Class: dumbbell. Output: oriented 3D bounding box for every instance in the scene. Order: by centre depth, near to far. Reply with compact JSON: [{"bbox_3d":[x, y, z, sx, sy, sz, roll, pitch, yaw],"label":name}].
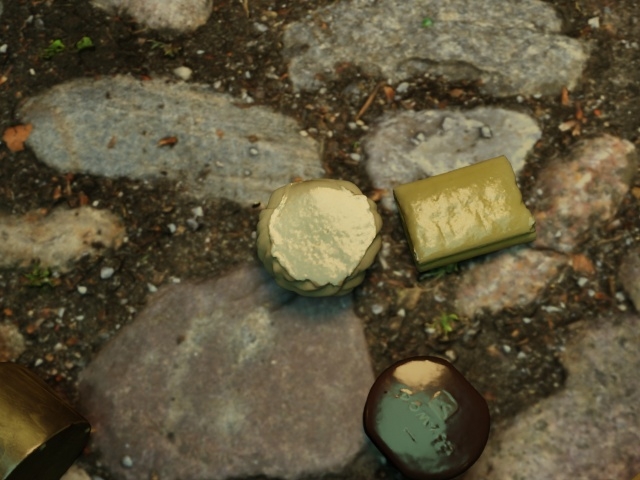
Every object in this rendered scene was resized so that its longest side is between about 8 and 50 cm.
[{"bbox_3d":[0.121,0.220,0.824,0.124,0.225,0.140,-41,77,-8],"label":"dumbbell"}]

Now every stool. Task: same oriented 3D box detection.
[{"bbox_3d":[-0.469,0.233,0.902,0.264,0.179,0.179,37,82,13],"label":"stool"}]

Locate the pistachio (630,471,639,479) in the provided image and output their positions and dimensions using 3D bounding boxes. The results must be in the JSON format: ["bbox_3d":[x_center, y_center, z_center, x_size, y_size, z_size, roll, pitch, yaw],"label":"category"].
[{"bbox_3d":[0.500,0.434,0.707,0.445,0.281,0.365,42,84,16],"label":"pistachio"}]

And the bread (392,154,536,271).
[{"bbox_3d":[0.206,-0.040,0.966,0.178,0.060,0.139,-18,75,1],"label":"bread"}]

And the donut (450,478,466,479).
[{"bbox_3d":[0.140,0.436,0.809,0.317,0.150,0.299,34,82,12],"label":"donut"}]

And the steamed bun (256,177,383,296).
[{"bbox_3d":[0.000,0.000,0.954,0.183,0.106,0.182,-1,80,4],"label":"steamed bun"}]
